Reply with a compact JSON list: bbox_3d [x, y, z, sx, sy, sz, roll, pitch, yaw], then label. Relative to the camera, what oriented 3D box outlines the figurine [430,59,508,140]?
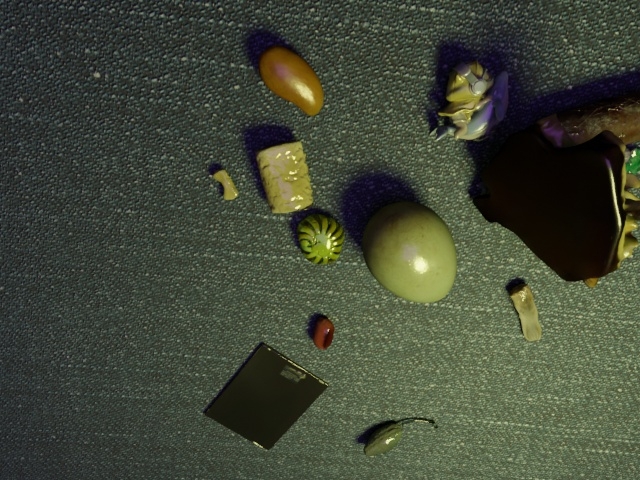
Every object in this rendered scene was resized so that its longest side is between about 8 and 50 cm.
[{"bbox_3d":[0.341,-0.313,0.951,0.208,0.128,0.184,-37,103,17],"label":"figurine"}]

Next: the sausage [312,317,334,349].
[{"bbox_3d":[0.008,0.270,1.195,0.054,0.059,0.094,28,115,37],"label":"sausage"}]

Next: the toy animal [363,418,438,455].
[{"bbox_3d":[0.251,0.619,1.321,0.252,0.070,0.079,-24,143,-4],"label":"toy animal"}]

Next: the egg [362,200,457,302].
[{"bbox_3d":[0.230,0.039,1.029,0.218,0.218,0.295,-31,120,11],"label":"egg"}]

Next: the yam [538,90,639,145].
[{"bbox_3d":[0.670,-0.269,0.965,0.279,0.131,0.131,-15,109,3],"label":"yam"}]

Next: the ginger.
[{"bbox_3d":[0.548,-0.109,0.911,0.211,0.358,0.414,-34,139,-14],"label":"ginger"}]

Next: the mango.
[{"bbox_3d":[-0.063,-0.371,0.953,0.184,0.085,0.102,39,106,-18],"label":"mango"}]

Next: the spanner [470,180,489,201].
[{"bbox_3d":[0.533,-0.072,1.090,0.301,0.017,0.071,26,108,-8],"label":"spanner"}]

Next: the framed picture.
[{"bbox_3d":[-0.174,0.506,1.304,0.255,0.014,0.339,35,107,-12],"label":"framed picture"}]

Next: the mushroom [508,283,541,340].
[{"bbox_3d":[0.592,0.208,1.176,0.059,0.054,0.202,-23,113,14],"label":"mushroom"}]

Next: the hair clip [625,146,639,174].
[{"bbox_3d":[0.720,-0.181,1.030,0.195,0.052,0.124,-10,142,0],"label":"hair clip"}]

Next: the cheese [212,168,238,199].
[{"bbox_3d":[-0.247,-0.145,1.062,0.044,0.030,0.083,-28,113,3],"label":"cheese"}]

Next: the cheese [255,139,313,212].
[{"bbox_3d":[-0.088,-0.157,1.023,0.123,0.094,0.167,-10,109,6],"label":"cheese"}]

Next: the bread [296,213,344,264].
[{"bbox_3d":[0.000,0.000,1.093,0.129,0.071,0.139,5,110,-6],"label":"bread"}]
